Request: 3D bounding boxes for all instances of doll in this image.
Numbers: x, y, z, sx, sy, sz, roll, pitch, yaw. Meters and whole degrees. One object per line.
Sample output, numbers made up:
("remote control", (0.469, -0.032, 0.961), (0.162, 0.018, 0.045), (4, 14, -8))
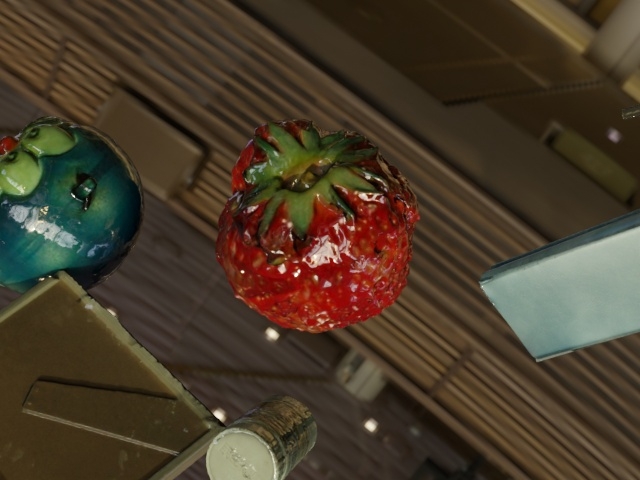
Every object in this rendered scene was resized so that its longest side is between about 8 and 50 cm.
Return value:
("doll", (-0.307, -0.029, 1.475), (0.186, 0.198, 0.322), (43, 158, -13))

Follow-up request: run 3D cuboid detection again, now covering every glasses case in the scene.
("glasses case", (0.271, 0.027, 1.185), (0.105, 0.266, 0.056), (53, -130, -10))

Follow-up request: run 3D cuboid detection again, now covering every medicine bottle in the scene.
("medicine bottle", (-0.035, 0.126, 0.809), (0.047, 0.047, 0.083), (39, -165, 8))

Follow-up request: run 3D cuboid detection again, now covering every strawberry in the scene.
("strawberry", (0.000, 0.000, 1.556), (0.238, 0.288, 0.250), (9, -128, 13))

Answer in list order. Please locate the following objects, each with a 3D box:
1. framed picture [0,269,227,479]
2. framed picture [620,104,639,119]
("framed picture", (-0.250, 0.159, 1.257), (0.281, 0.209, 0.019), (41, 156, 32))
("framed picture", (0.436, -0.147, 1.042), (0.244, 0.323, 0.013), (-14, -89, -47))
